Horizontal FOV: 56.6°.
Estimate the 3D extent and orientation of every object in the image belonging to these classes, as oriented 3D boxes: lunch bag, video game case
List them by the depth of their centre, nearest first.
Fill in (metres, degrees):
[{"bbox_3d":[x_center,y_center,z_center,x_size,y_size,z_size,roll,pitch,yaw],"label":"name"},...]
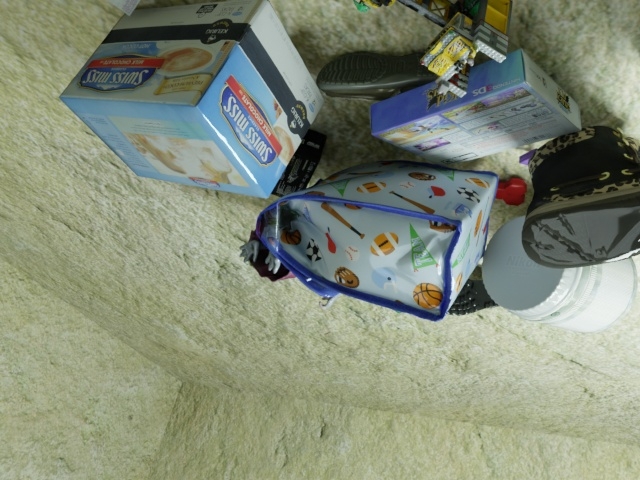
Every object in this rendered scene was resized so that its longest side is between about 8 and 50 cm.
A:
[{"bbox_3d":[0.263,-0.209,1.007,0.270,0.061,0.244,-12,165,39],"label":"video game case"},{"bbox_3d":[0.113,-0.028,1.168,0.386,0.328,0.238,14,114,21],"label":"lunch bag"}]

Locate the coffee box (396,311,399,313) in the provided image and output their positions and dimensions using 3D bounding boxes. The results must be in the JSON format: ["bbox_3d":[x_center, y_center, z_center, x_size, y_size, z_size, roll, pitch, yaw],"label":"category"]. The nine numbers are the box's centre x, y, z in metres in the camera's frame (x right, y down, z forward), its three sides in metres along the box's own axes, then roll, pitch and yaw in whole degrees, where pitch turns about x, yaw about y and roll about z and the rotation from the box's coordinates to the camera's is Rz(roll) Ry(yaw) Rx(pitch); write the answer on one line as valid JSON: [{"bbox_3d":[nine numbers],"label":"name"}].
[{"bbox_3d":[0.207,0.154,1.769,0.184,0.040,0.113,30,148,-24],"label":"coffee box"}]

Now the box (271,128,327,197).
[{"bbox_3d":[-0.085,-0.176,1.302,0.148,0.077,0.180,19,150,-7],"label":"box"}]

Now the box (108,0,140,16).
[{"bbox_3d":[-0.311,-0.493,0.887,0.201,0.057,0.293,32,147,-27],"label":"box"}]

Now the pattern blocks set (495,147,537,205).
[{"bbox_3d":[0.533,-0.103,1.177,0.325,0.026,0.285,19,154,-8],"label":"pattern blocks set"}]

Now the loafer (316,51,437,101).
[{"bbox_3d":[0.115,-0.267,1.032,0.251,0.094,0.087,5,145,18],"label":"loafer"}]

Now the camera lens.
[{"bbox_3d":[0.506,0.074,1.252,0.274,0.219,0.219,15,156,-34],"label":"camera lens"}]

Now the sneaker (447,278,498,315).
[{"bbox_3d":[0.377,0.148,1.550,0.284,0.107,0.124,0,166,-13],"label":"sneaker"}]

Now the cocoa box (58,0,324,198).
[{"bbox_3d":[-0.219,-0.243,1.030,0.347,0.227,0.231,12,153,34],"label":"cocoa box"}]

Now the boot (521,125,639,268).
[{"bbox_3d":[0.504,-0.087,0.923,0.378,0.284,0.138,-11,117,22],"label":"boot"}]

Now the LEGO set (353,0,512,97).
[{"bbox_3d":[0.186,-0.342,0.768,0.255,0.192,0.331,30,148,-23],"label":"LEGO set"}]

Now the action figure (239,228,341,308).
[{"bbox_3d":[0.000,0.000,1.471,0.370,0.248,0.275,-3,133,-34],"label":"action figure"}]
